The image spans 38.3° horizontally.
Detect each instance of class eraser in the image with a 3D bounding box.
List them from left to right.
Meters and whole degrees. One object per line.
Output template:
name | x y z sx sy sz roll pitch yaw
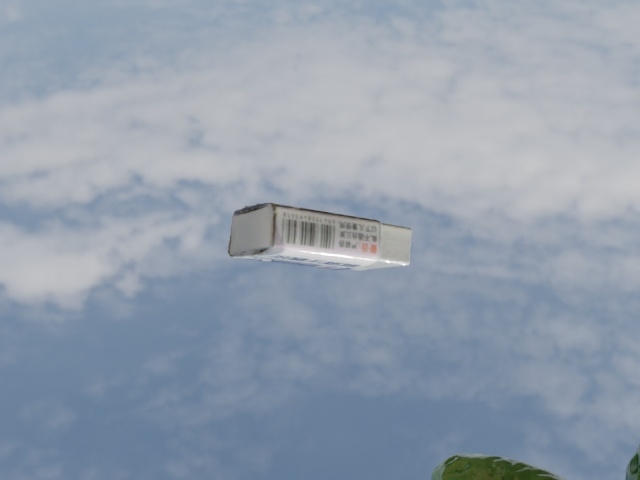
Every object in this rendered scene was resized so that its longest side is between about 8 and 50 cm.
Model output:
eraser | 0.000 0.000 1.213 0.210 0.068 0.124 8 169 -31

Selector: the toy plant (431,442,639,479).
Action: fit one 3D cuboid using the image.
toy plant | 0.218 0.271 0.666 0.317 0.210 0.356 13 -159 11
